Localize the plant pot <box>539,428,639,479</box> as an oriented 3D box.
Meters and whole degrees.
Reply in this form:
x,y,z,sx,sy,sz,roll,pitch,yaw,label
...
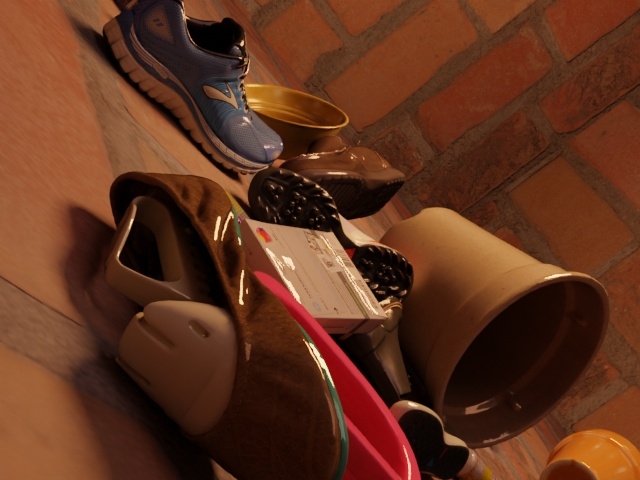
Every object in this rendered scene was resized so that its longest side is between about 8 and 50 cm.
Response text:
x,y,z,sx,sy,sz,roll,pitch,yaw,label
0.531,0.490,1.753,0.188,0.205,0.205,7,44,-54,plant pot

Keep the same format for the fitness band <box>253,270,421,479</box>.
x,y,z,sx,sy,sz,roll,pitch,yaw,label
0.007,0.154,0.860,0.291,0.054,0.209,51,10,-14,fitness band

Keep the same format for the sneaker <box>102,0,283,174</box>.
x,y,z,sx,sy,sz,roll,pitch,yaw,label
-0.139,-0.214,1.201,0.330,0.147,0.129,43,14,-48,sneaker

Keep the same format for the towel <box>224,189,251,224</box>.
x,y,z,sx,sy,sz,roll,pitch,yaw,label
-0.104,-0.029,1.116,0.083,0.009,0.060,52,9,-6,towel

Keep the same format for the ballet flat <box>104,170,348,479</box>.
x,y,z,sx,sy,sz,roll,pitch,yaw,label
-0.095,0.050,0.641,0.124,0.116,0.342,20,28,-35,ballet flat

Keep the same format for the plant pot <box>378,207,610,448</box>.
x,y,z,sx,sy,sz,roll,pitch,yaw,label
0.237,0.112,1.431,0.334,0.334,0.305,43,3,-46,plant pot

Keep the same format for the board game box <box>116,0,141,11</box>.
x,y,z,sx,sy,sz,roll,pitch,yaw,label
-0.298,-0.412,1.468,0.165,0.042,0.243,53,10,5,board game box

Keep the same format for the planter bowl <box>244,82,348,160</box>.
x,y,z,sx,sy,sz,roll,pitch,yaw,label
-0.066,-0.199,1.541,0.217,0.090,0.217,13,24,-6,planter bowl

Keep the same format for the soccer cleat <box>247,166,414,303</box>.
x,y,z,sx,sy,sz,roll,pitch,yaw,label
0.000,0.000,1.293,0.318,0.108,0.116,34,-15,-32,soccer cleat

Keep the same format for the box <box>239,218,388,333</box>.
x,y,z,sx,sy,sz,roll,pitch,yaw,label
-0.011,0.047,1.066,0.186,0.038,0.145,9,43,-57,box

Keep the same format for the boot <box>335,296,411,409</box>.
x,y,z,sx,sy,sz,roll,pitch,yaw,label
0.092,0.158,1.217,0.137,0.077,0.198,59,24,10,boot

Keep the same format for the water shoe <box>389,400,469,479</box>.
x,y,z,sx,sy,sz,roll,pitch,yaw,label
0.109,0.235,1.056,0.080,0.073,0.203,33,-10,40,water shoe

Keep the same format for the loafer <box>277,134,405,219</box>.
x,y,z,sx,sy,sz,roll,pitch,yaw,label
0.007,-0.100,1.442,0.130,0.134,0.366,47,21,16,loafer

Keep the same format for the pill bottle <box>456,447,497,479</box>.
x,y,z,sx,sy,sz,roll,pitch,yaw,label
0.210,0.322,1.232,0.083,0.043,0.043,49,10,-20,pill bottle
